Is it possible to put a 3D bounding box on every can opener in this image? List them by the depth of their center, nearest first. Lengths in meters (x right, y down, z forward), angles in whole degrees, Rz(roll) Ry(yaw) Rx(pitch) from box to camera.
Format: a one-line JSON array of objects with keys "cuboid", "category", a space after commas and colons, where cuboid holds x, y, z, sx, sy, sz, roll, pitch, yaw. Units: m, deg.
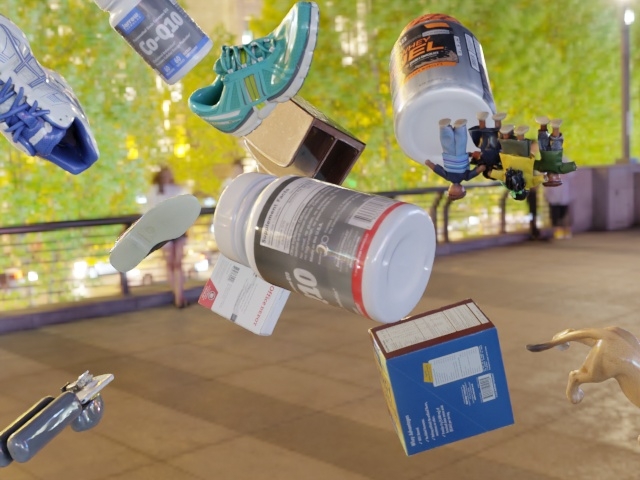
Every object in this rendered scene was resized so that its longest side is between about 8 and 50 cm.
[{"cuboid": [-0.402, 0.278, 1.355, 0.074, 0.093, 0.280, -18, 6, 18], "category": "can opener"}]

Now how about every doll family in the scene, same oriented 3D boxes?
[{"cuboid": [0.230, -0.102, 1.136, 0.193, 0.111, 0.076, 15, 39, 38], "category": "doll family"}]

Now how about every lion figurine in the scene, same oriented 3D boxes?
[{"cuboid": [0.586, 0.253, 1.569, 0.392, 0.142, 0.240, 28, -30, -3], "category": "lion figurine"}]

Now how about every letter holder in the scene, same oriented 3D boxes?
[{"cuboid": [-0.082, -0.199, 1.889, 0.152, 0.214, 0.302, 23, 14, -39], "category": "letter holder"}]

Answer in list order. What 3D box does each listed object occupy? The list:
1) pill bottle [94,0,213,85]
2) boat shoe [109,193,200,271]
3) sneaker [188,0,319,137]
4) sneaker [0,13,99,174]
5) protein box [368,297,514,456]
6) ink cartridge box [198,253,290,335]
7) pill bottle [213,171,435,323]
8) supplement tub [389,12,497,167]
[{"cuboid": [-0.201, -0.260, 1.044, 0.078, 0.137, 0.078, -39, 19, 16], "category": "pill bottle"}, {"cuboid": [-0.201, -0.015, 1.062, 0.133, 0.049, 0.042, -38, 17, 8], "category": "boat shoe"}, {"cuboid": [-0.095, -0.246, 1.267, 0.110, 0.107, 0.275, 22, -42, -29], "category": "sneaker"}, {"cuboid": [-0.361, -0.173, 1.052, 0.112, 0.131, 0.296, -40, -22, 6], "category": "sneaker"}, {"cuboid": [0.214, 0.242, 1.558, 0.201, 0.200, 0.136, -16, 20, -4], "category": "protein box"}, {"cuboid": [-0.132, 0.097, 1.548, 0.135, 0.099, 0.056, 26, 1, 21], "category": "ink cartridge box"}, {"cuboid": [0.000, 0.000, 1.205, 0.283, 0.161, 0.161, 17, 16, 34], "category": "pill bottle"}, {"cuboid": [0.250, -0.325, 1.835, 0.207, 0.207, 0.338, -2, 41, 3], "category": "supplement tub"}]
